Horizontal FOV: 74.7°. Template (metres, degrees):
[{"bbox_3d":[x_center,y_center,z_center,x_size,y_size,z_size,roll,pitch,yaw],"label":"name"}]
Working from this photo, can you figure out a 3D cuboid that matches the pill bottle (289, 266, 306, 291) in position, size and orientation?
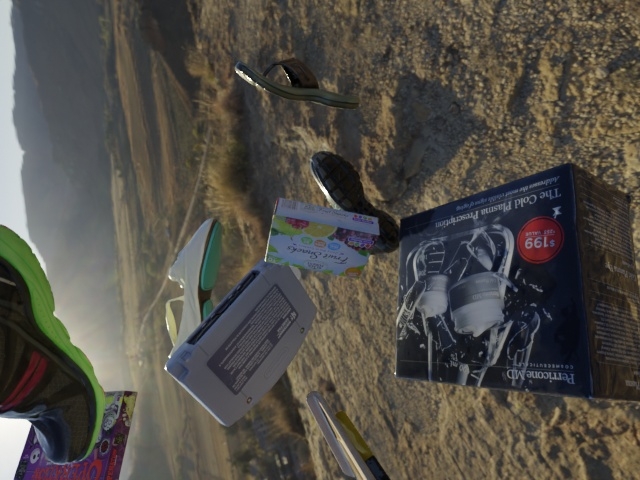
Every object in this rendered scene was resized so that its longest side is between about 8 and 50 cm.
[{"bbox_3d":[-0.099,0.176,1.290,0.117,0.117,0.208,53,154,42],"label":"pill bottle"}]

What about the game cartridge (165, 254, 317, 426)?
[{"bbox_3d":[-0.131,0.191,0.814,0.060,0.294,0.196,-2,129,48],"label":"game cartridge"}]

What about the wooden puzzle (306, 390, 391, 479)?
[{"bbox_3d":[0.077,0.358,0.630,0.238,0.044,0.221,27,144,61],"label":"wooden puzzle"}]

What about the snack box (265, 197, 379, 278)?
[{"bbox_3d":[0.000,0.000,0.585,0.100,0.141,0.037,108,171,-48],"label":"snack box"}]

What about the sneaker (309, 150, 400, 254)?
[{"bbox_3d":[0.057,-0.068,0.902,0.267,0.101,0.106,51,144,-9],"label":"sneaker"}]

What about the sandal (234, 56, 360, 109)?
[{"bbox_3d":[-0.046,-0.360,0.943,0.120,0.302,0.086,44,126,55],"label":"sandal"}]

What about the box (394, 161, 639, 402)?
[{"bbox_3d":[0.308,0.089,0.706,0.343,0.179,0.313,-20,61,55],"label":"box"}]

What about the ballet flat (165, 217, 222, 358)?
[{"bbox_3d":[-0.341,0.136,1.105,0.139,0.139,0.400,-1,85,60],"label":"ballet flat"}]

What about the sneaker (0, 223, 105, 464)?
[{"bbox_3d":[-0.521,0.202,0.686,0.185,0.202,0.483,8,122,31],"label":"sneaker"}]

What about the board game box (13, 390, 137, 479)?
[{"bbox_3d":[-0.607,0.486,1.035,0.346,0.056,0.208,-14,63,26],"label":"board game box"}]
